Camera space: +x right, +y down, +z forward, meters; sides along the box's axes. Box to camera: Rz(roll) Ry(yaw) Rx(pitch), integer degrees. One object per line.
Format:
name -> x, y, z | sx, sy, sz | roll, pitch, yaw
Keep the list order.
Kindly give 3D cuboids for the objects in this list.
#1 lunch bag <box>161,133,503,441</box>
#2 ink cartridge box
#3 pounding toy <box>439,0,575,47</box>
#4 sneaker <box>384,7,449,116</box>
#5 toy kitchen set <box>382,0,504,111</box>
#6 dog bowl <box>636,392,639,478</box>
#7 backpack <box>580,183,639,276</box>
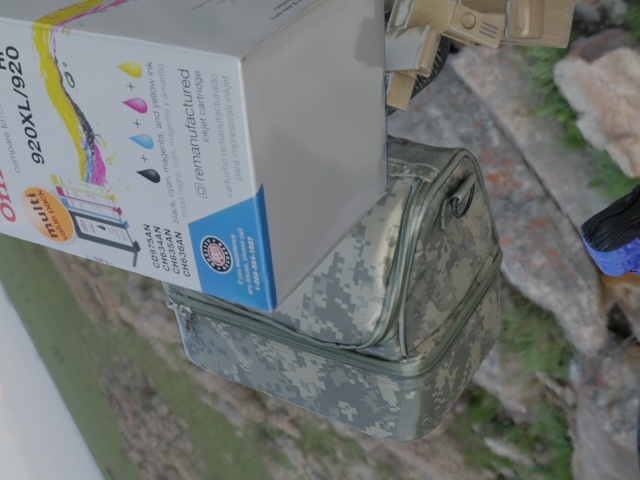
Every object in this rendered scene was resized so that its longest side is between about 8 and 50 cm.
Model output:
lunch bag -> 0.000, 0.000, 0.903 | 0.305, 0.212, 0.256 | 18, 134, 29
ink cartridge box -> -0.096, -0.090, 0.655 | 0.233, 0.168, 0.171 | 14, 128, 26
pounding toy -> 0.152, -0.237, 0.935 | 0.206, 0.181, 0.094 | -150, 65, -65
sneaker -> 0.005, -0.200, 1.625 | 0.169, 0.448, 0.257 | 52, -178, -9
toy kitchen set -> 0.085, -0.123, 0.687 | 0.068, 0.075, 0.083 | 16, 89, 67
dog bowl -> 0.491, 0.196, 0.884 | 0.407, 0.408, 0.150 | 61, 151, 4
backpack -> 0.446, -0.001, 1.443 | 0.101, 0.120, 0.098 | 59, -176, -32
